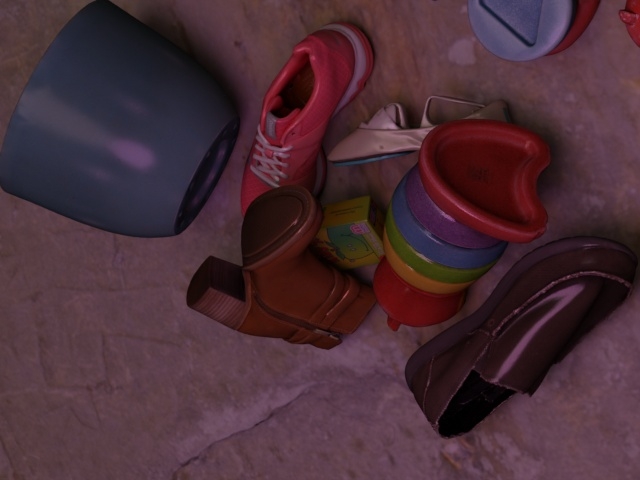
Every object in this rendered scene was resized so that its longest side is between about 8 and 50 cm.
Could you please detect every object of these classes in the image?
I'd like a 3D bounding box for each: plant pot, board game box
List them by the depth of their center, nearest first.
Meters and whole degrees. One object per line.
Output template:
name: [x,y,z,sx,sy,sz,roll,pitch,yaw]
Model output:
board game box: [0.000,0.000,2.054,0.181,0.092,0.043,-11,50,24]
plant pot: [-0.249,-0.139,2.079,0.235,0.293,0.293,27,112,5]

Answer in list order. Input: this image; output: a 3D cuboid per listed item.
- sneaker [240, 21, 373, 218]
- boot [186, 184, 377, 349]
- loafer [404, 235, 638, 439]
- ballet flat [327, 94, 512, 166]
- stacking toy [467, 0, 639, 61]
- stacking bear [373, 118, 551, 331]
sneaker: [-0.049,-0.143,2.041,0.116,0.136,0.313,32,113,21]
boot: [-0.015,0.048,2.000,0.283,0.220,0.109,-47,33,39]
loafer: [0.254,0.131,1.910,0.366,0.134,0.130,-45,38,36]
ballet flat: [0.124,-0.142,1.979,0.248,0.086,0.086,-3,98,20]
stacking toy: [0.314,-0.338,1.810,0.309,0.130,0.279,3,101,28]
stacking bear: [0.151,0.001,1.925,0.164,0.175,0.289,17,139,-8]
